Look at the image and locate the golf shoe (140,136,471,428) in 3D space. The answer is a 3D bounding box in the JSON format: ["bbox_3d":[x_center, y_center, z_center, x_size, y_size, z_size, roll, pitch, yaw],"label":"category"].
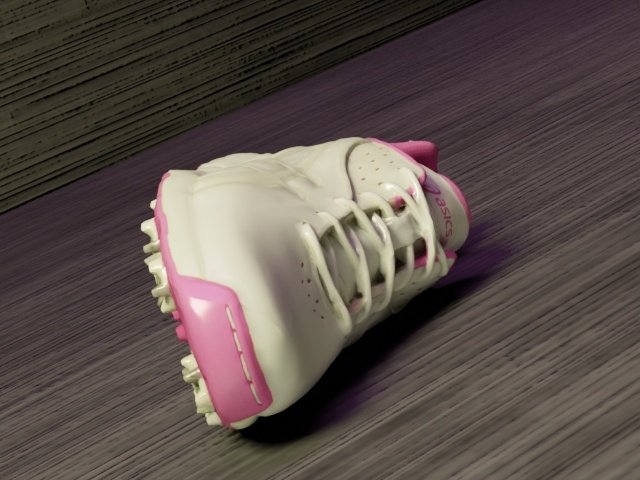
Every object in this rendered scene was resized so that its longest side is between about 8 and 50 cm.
[{"bbox_3d":[0.000,0.000,0.812,0.140,0.115,0.306,-16,12,7],"label":"golf shoe"}]
